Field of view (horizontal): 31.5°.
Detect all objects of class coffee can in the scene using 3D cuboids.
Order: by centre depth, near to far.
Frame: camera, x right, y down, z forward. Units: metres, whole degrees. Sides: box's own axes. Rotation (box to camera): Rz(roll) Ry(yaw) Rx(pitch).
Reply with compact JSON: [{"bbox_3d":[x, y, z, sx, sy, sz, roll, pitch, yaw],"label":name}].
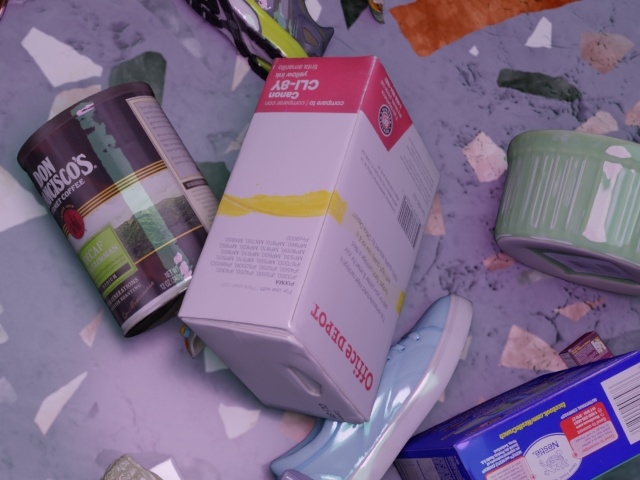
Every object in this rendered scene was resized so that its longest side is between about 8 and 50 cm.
[{"bbox_3d":[-0.240,-0.040,1.494,0.202,0.201,0.275,-31,84,-15],"label":"coffee can"}]

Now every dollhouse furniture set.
[{"bbox_3d":[0.052,-0.397,1.700,0.059,0.076,0.151,-14,78,0],"label":"dollhouse furniture set"}]

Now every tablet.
[{"bbox_3d":[-0.202,0.338,1.515,0.054,0.006,0.083,-29,83,-15],"label":"tablet"}]

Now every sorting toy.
[{"bbox_3d":[-0.156,0.113,1.539,0.045,0.075,0.083,44,73,2],"label":"sorting toy"}]

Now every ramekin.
[{"bbox_3d":[0.386,-0.028,1.560,0.304,0.303,0.148,19,82,-6],"label":"ramekin"}]

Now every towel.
[{"bbox_3d":[-0.261,0.365,1.484,0.110,0.027,0.148,35,77,1],"label":"towel"}]

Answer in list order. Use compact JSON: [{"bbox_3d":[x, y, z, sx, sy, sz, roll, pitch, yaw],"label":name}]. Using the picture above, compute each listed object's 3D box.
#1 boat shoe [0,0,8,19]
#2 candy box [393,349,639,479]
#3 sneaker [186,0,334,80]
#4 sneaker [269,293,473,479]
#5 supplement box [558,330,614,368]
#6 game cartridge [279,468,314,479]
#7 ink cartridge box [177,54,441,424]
[{"bbox_3d":[-0.428,-0.396,1.556,0.079,0.084,0.233,39,116,3],"label":"boat shoe"},{"bbox_3d":[0.260,0.259,1.455,0.268,0.317,0.122,-24,85,-14],"label":"candy box"},{"bbox_3d":[-0.103,-0.356,1.639,0.300,0.111,0.121,49,62,-15],"label":"sneaker"},{"bbox_3d":[0.068,0.199,1.530,0.150,0.135,0.366,37,73,-4],"label":"sneaker"},{"bbox_3d":[0.394,0.180,1.639,0.055,0.043,0.083,-33,86,-15],"label":"supplement box"},{"bbox_3d":[0.031,0.448,1.457,0.294,0.060,0.196,33,103,5],"label":"game cartridge"},{"bbox_3d":[0.000,0.000,1.444,0.161,0.279,0.384,4,62,26],"label":"ink cartridge box"}]
